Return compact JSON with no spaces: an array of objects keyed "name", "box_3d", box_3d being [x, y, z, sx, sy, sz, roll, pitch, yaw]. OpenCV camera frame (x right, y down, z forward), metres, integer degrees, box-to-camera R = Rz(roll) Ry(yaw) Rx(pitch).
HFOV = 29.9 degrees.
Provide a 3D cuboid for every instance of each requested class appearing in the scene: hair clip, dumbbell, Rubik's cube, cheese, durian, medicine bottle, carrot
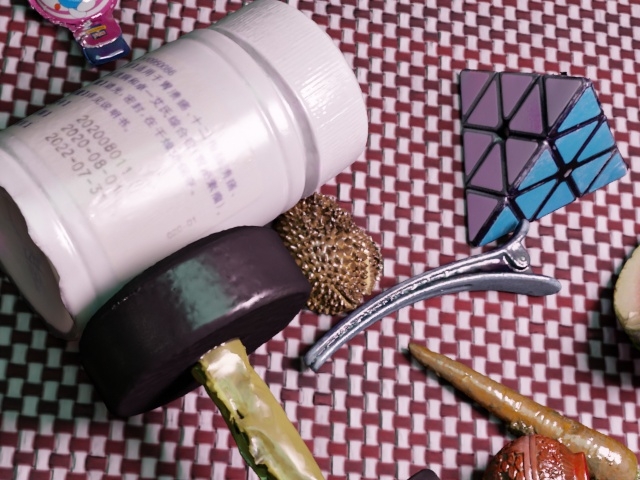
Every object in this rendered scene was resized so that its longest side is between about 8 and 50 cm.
[{"name":"hair clip","box_3d":[0.101,0.058,1.170,0.275,0.048,0.083,-20,77,-17]},{"name":"dumbbell","box_3d":[-0.040,0.168,0.998,0.204,0.203,0.322,-29,77,-23]},{"name":"Rubik's cube","box_3d":[0.185,-0.080,1.249,0.190,0.211,0.178,30,82,36]},{"name":"cheese","box_3d":[-0.243,-0.240,1.214,0.095,0.038,0.145,-24,74,-21]},{"name":"durian","box_3d":[0.003,-0.001,1.156,0.111,0.071,0.140,-18,68,-20]},{"name":"medicine bottle","box_3d":[-0.136,-0.072,1.084,0.332,0.190,0.190,-33,78,-24]},{"name":"carrot","box_3d":[0.193,0.165,1.145,0.254,0.049,0.049,30,64,6]}]

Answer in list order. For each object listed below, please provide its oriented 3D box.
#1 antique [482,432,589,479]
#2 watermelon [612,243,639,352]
[{"name":"antique","box_3d":[0.195,0.226,1.089,0.104,0.104,0.104,5,66,-11]},{"name":"watermelon","box_3d":[0.385,0.018,1.212,0.128,0.159,0.303,31,62,34]}]
